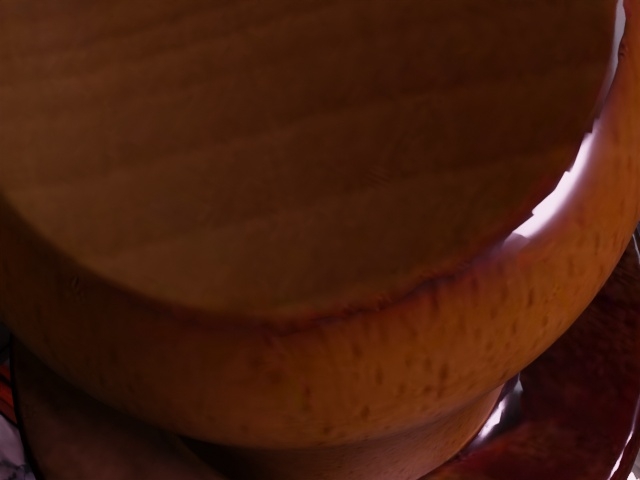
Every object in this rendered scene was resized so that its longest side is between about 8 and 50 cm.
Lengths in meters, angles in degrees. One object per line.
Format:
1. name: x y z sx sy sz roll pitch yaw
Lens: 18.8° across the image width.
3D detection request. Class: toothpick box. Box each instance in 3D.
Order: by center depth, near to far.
1. toothpick box: 0.000 0.000 0.493 0.192 0.192 0.294 55 -9 17

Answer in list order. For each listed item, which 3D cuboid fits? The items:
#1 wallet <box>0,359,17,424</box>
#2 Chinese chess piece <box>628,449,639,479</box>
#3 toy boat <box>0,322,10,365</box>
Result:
1. wallet: -0.088 0.014 0.760 0.142 0.045 0.204 42 17 -16
2. Chinese chess piece: 0.124 0.103 1.030 0.238 0.092 0.237 43 18 -18
3. toy boat: -0.127 0.024 0.569 0.084 0.066 0.210 50 25 0
